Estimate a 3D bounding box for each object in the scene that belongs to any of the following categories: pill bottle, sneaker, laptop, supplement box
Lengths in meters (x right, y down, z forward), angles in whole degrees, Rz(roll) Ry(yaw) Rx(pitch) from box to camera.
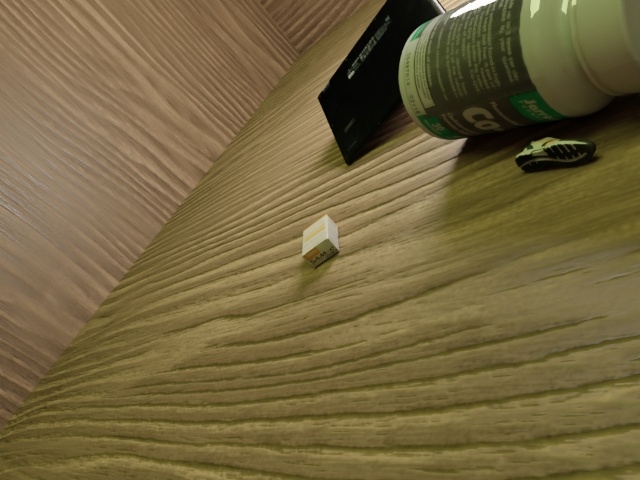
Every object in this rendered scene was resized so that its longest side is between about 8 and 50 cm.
[{"bbox_3d":[0.295,-0.266,0.727,0.204,0.204,0.361,-51,23,-17],"label":"pill bottle"},{"bbox_3d":[0.307,-0.120,0.668,0.044,0.040,0.109,-49,24,-19],"label":"sneaker"},{"bbox_3d":[0.199,-0.430,1.282,0.382,0.236,0.408,-48,45,35],"label":"laptop"},{"bbox_3d":[0.000,0.000,0.970,0.062,0.036,0.098,-35,24,19],"label":"supplement box"}]
